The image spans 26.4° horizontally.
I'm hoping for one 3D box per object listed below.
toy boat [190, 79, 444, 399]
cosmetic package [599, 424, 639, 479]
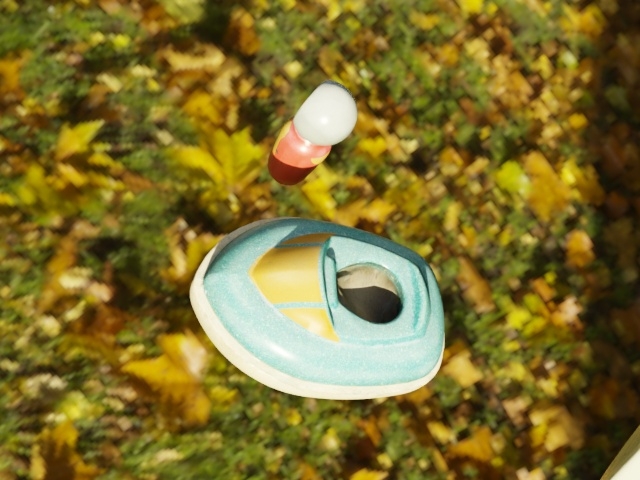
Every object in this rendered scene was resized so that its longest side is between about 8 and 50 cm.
[{"bbox_3d":[0.000,0.000,1.362,0.267,0.148,0.318,5,60,-23],"label":"toy boat"},{"bbox_3d":[0.393,0.190,1.357,0.113,0.309,0.160,37,56,12],"label":"cosmetic package"}]
